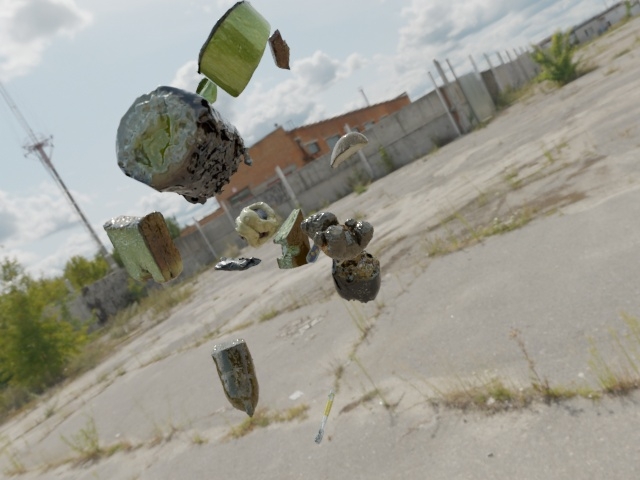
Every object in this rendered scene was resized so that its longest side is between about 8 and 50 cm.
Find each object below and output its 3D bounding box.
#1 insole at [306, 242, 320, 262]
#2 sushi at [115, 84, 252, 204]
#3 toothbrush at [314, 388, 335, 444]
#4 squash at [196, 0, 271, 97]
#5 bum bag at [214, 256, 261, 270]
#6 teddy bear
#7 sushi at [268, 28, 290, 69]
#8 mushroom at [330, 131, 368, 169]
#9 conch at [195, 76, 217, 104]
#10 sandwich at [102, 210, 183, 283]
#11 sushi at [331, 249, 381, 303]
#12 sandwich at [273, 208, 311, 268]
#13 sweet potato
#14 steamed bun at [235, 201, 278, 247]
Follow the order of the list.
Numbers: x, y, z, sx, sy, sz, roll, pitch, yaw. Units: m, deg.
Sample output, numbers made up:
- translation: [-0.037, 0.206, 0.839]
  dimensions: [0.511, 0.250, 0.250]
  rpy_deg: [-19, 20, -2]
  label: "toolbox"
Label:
- translation: [0.000, 0.000, 1.886]
  dimensions: [0.065, 0.004, 0.197]
  rpy_deg: [28, 88, 40]
  label: "insole"
- translation: [-0.394, -0.273, 1.425]
  dimensions: [0.299, 0.281, 0.294]
  rpy_deg: [-44, -17, 6]
  label: "sushi"
- translation: [0.018, 0.512, 1.460]
  dimensions: [0.024, 0.021, 0.288]
  rpy_deg: [-65, -4, 14]
  label: "toothbrush"
- translation: [-0.197, -0.471, 1.220]
  dimensions: [0.220, 0.133, 0.220]
  rpy_deg: [-55, 10, 14]
  label: "squash"
- translation: [-0.317, 0.084, 1.841]
  dimensions: [0.198, 0.049, 0.087]
  rpy_deg: [-1, 28, 31]
  label: "bum bag"
- translation: [0.036, -0.018, 1.452]
  dimensions: [0.177, 0.190, 0.140]
  rpy_deg: [-18, -43, -39]
  label: "teddy bear"
- translation: [-0.115, -0.556, 1.443]
  dimensions: [0.060, 0.118, 0.061]
  rpy_deg: [-26, 48, -12]
  label: "sushi"
- translation: [0.107, -0.392, 2.085]
  dimensions: [0.072, 0.094, 0.210]
  rpy_deg: [18, -36, -40]
  label: "mushroom"
- translation: [-0.489, -0.631, 2.104]
  dimensions: [0.095, 0.200, 0.079]
  rpy_deg: [0, -19, 9]
  label: "conch"
- translation: [-0.600, 0.030, 1.684]
  dimensions: [0.273, 0.248, 0.095]
  rpy_deg: [-2, 25, 43]
  label: "sandwich"
- translation: [0.130, 0.114, 1.909]
  dimensions: [0.213, 0.203, 0.200]
  rpy_deg: [-3, 32, -17]
  label: "sushi"
- translation: [-0.113, -0.004, 1.996]
  dimensions: [0.128, 0.235, 0.122]
  rpy_deg: [-16, 9, -31]
  label: "sandwich"
- translation: [-0.321, 0.534, 1.921]
  dimensions: [0.158, 0.369, 0.157]
  rpy_deg: [-17, -35, -12]
  label: "sweet potato"
- translation: [-0.265, -0.063, 1.913]
  dimensions: [0.172, 0.141, 0.155]
  rpy_deg: [-48, -16, 11]
  label: "steamed bun"
